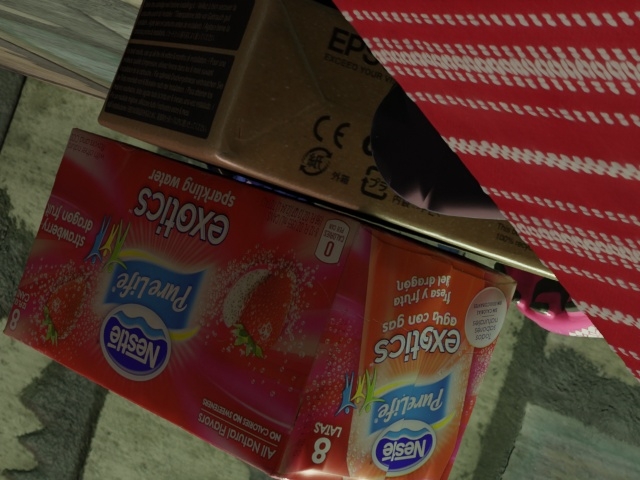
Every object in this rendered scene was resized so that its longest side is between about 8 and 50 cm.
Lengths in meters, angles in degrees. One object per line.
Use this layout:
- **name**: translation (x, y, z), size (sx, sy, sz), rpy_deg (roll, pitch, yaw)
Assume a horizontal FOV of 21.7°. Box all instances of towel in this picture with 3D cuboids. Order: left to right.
- **towel**: translation (0.104, 0.006, 0.357), size (0.275, 0.031, 0.199), rpy_deg (49, 167, -21)

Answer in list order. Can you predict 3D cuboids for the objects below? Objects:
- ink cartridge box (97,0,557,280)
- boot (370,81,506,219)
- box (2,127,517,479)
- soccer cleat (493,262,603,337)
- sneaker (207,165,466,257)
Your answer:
- **ink cartridge box**: translation (0.028, -0.055, 0.855), size (0.234, 0.088, 0.193), rpy_deg (18, -178, -25)
- **boot**: translation (0.135, -0.040, 0.658), size (0.219, 0.082, 0.106), rpy_deg (14, -158, 6)
- **box**: translation (-0.040, 0.036, 0.883), size (0.122, 0.128, 0.257), rpy_deg (18, -179, -42)
- **soccer cleat**: translation (0.254, 0.034, 1.242), size (0.143, 0.116, 0.331), rpy_deg (19, 180, -24)
- **sneaker**: translation (0.000, -0.001, 1.057), size (0.182, 0.127, 0.315), rpy_deg (28, -144, -7)
